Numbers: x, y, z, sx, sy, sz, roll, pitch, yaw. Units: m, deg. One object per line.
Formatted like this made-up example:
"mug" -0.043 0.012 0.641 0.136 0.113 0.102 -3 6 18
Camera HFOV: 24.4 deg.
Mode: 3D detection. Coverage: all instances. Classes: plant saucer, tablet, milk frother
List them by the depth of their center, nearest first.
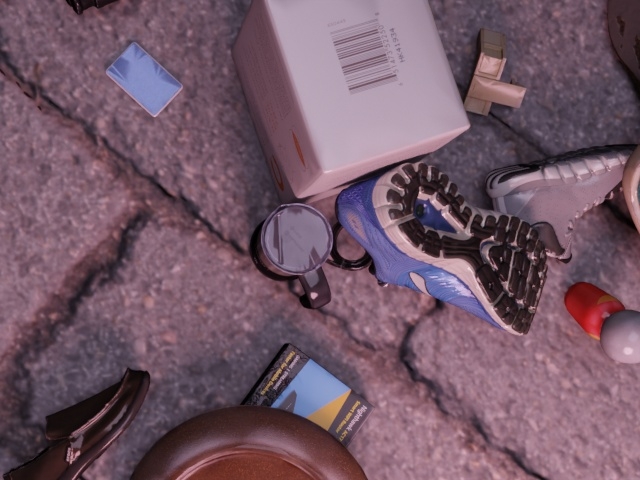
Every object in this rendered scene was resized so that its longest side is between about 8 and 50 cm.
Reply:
"plant saucer" -0.084 0.349 1.731 0.311 0.050 0.310 0 98 0
"milk frother" 0.000 0.000 1.763 0.143 0.135 0.129 -42 93 -9
"tablet" -0.216 -0.197 1.813 0.083 0.006 0.054 42 81 -2

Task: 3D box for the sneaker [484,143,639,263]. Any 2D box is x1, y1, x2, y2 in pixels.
"sneaker" 0.320 -0.042 1.849 0.229 0.086 0.132 -12 101 -9

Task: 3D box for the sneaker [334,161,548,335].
"sneaker" 0.146 0.009 1.764 0.330 0.147 0.129 37 66 -36

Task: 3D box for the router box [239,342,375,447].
"router box" -0.041 0.232 1.782 0.133 0.046 0.179 37 82 -5

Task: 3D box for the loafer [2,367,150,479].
"loafer" -0.286 0.226 1.730 0.078 0.080 0.220 42 81 -3

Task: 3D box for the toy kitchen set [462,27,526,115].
"toy kitchen set" 0.222 -0.208 1.865 0.068 0.075 0.083 14 123 -4

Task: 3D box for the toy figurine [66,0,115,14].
"toy figurine" -0.255 -0.388 1.722 0.148 0.209 0.213 -28 90 -15

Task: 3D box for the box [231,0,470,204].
"box" 0.022 -0.175 1.673 0.168 0.345 0.215 -18 88 -10

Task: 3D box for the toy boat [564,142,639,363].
"toy boat" 0.440 0.010 1.797 0.318 0.148 0.267 -47 123 2

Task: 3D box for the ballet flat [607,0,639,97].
"ballet flat" 0.432 -0.224 1.888 0.084 0.058 0.250 -23 82 26
